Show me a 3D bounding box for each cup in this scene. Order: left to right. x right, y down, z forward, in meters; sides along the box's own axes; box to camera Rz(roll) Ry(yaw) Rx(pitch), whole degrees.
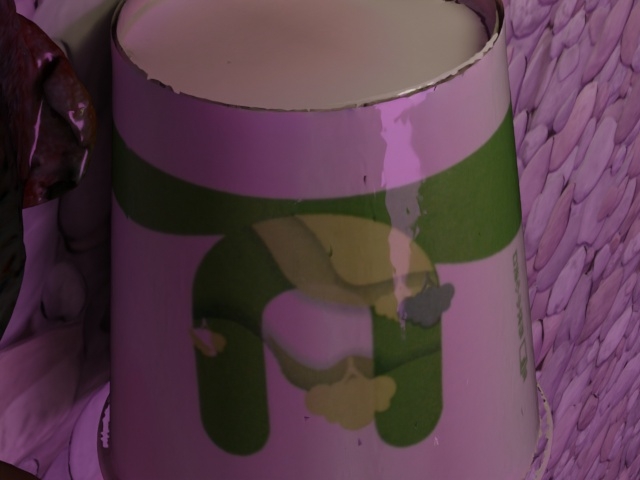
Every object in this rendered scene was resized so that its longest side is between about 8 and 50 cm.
[{"bbox_3d":[0.000,0.000,0.840,0.253,0.253,0.274,-39,139,-43],"label":"cup"}]

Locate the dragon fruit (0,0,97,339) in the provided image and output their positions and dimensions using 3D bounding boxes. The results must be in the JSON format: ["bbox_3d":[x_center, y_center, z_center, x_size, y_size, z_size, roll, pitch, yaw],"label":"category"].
[{"bbox_3d":[-0.196,-0.020,0.549,0.268,0.130,0.295,-45,150,-46],"label":"dragon fruit"}]

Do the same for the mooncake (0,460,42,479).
[{"bbox_3d":[-0.222,0.187,0.512,0.334,0.174,0.326,1,146,-24],"label":"mooncake"}]
